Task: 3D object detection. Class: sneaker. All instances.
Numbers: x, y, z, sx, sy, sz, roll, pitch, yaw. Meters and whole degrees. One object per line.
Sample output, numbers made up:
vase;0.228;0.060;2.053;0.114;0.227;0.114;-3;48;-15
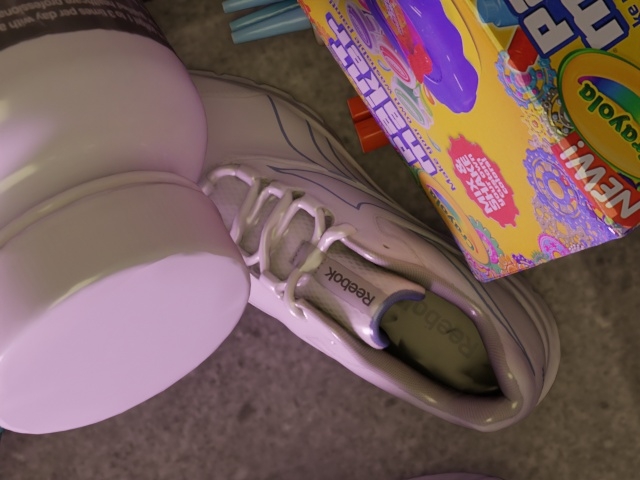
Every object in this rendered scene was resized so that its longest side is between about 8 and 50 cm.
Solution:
sneaker;0.000;0.000;0.901;0.297;0.129;0.111;30;97;0

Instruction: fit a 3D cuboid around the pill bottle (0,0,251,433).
pill bottle;-0.162;-0.074;0.816;0.176;0.176;0.318;-35;64;3

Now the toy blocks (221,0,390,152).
toy blocks;0.032;-0.104;0.930;0.148;0.054;0.123;-17;93;2

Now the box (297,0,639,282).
box;0.131;-0.180;0.822;0.279;0.177;0.290;-35;92;-16

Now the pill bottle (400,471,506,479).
pill bottle;0.063;0.287;0.899;0.169;0.169;0.301;-15;94;2

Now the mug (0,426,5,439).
mug;-0.206;0.058;0.915;0.097;0.129;0.157;-11;133;-12
